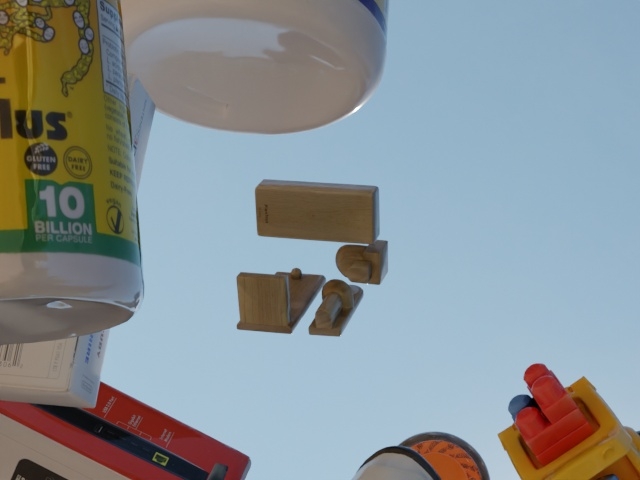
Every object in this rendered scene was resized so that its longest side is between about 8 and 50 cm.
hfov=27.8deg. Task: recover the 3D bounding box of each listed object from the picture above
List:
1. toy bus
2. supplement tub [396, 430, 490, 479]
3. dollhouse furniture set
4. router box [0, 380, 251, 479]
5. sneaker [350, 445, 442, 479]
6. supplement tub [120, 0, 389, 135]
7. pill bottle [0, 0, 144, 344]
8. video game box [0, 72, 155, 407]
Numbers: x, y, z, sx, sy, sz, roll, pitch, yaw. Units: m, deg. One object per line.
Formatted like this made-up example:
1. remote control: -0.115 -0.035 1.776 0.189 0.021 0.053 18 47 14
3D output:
1. toy bus: 0.256 0.224 1.224 0.149 0.211 0.220 -34 -158 5
2. supplement tub: 0.121 0.264 1.377 0.190 0.117 0.117 76 8 -77
3. dollhouse furniture set: 0.000 0.000 1.279 0.144 0.123 0.151 4 -67 16
4. router box: -0.254 0.228 0.948 0.335 0.301 0.082 -61 -178 29
5. sneaker: 0.070 0.280 0.950 0.128 0.182 0.315 4 -64 24
6. supplement tub: -0.054 -0.285 1.131 0.241 0.241 0.331 -28 -130 52
7. pill bottle: -0.144 -0.065 0.575 0.118 0.118 0.208 -25 -113 53
8. video game box: -0.210 -0.007 0.732 0.205 0.048 0.187 4 -108 14
